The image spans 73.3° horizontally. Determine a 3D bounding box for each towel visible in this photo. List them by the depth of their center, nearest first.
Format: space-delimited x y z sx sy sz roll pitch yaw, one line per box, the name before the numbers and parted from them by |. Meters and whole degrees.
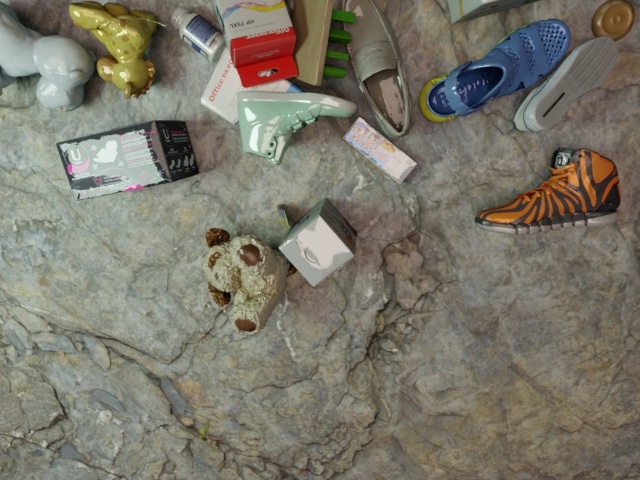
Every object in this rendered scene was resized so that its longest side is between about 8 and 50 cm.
towel | -0.094 -0.057 1.078 0.009 0.083 0.060 -17 108 -11

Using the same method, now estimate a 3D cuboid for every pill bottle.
pill bottle | -0.271 -0.462 0.964 0.120 0.067 0.067 38 109 -7

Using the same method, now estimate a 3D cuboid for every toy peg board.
toy peg board | 0.001 -0.422 0.917 0.079 0.160 0.161 -3 118 -27

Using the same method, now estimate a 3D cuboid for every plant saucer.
plant saucer | 0.609 -0.456 0.890 0.083 0.015 0.083 2 109 6

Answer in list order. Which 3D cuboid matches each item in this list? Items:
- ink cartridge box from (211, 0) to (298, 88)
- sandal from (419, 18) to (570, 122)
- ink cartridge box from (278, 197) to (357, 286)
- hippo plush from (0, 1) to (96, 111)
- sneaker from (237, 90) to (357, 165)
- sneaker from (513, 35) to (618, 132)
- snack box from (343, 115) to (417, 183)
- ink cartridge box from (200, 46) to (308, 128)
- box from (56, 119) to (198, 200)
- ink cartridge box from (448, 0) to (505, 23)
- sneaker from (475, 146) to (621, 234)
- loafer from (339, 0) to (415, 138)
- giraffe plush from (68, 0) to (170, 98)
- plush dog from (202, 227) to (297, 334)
ink cartridge box | -0.136 -0.450 0.890 0.134 0.078 0.231 -19 87 -12
sandal | 0.366 -0.344 0.894 0.317 0.138 0.126 -30 101 14
ink cartridge box | 0.000 0.000 1.033 0.127 0.176 0.128 -38 101 17
hippo plush | -0.645 -0.430 0.977 0.236 0.234 0.294 12 130 -30
sneaker | -0.050 -0.234 0.913 0.256 0.094 0.151 5 105 11
sneaker | 0.507 -0.329 0.908 0.258 0.091 0.094 -41 105 -5
snack box | 0.141 -0.214 1.024 0.178 0.022 0.064 37 110 -7
ink cartridge box | -0.145 -0.325 0.986 0.203 0.086 0.148 33 109 -5
box | -0.449 -0.196 1.026 0.247 0.163 0.142 -9 104 9
ink cartridge box | 0.340 -0.528 0.761 0.198 0.270 0.197 -11 109 10
sneaker | 0.508 -0.117 0.976 0.321 0.124 0.180 -8 104 -2
loafer | 0.126 -0.375 0.922 0.112 0.111 0.319 -23 104 15
giraffe plush | -0.431 -0.414 0.953 0.210 0.181 0.170 25 123 16
plush dog | -0.199 0.074 1.100 0.225 0.210 0.262 15 115 22
